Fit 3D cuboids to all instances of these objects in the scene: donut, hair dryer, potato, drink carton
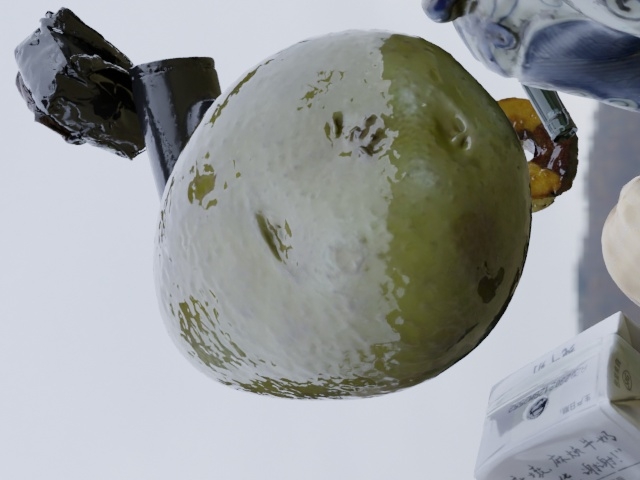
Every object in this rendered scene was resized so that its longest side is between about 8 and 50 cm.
[{"bbox_3d":[0.223,-0.090,1.827,0.059,0.140,0.140,100,-179,-57],"label":"donut"},{"bbox_3d":[-0.081,-0.106,1.568,0.089,0.251,0.197,-6,-100,-39],"label":"hair dryer"},{"bbox_3d":[0.000,0.000,0.840,0.251,0.159,0.174,-39,43,53],"label":"potato"},{"bbox_3d":[0.235,0.172,1.196,0.222,0.134,0.102,39,-139,-19],"label":"drink carton"}]

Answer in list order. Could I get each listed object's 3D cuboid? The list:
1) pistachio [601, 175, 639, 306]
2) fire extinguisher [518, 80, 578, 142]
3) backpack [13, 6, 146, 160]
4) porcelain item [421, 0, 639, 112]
[{"bbox_3d":[0.369,0.018,1.485,0.157,0.229,0.157,-48,-22,-27],"label":"pistachio"},{"bbox_3d":[0.199,-0.128,1.456,0.083,0.025,0.038,63,146,22],"label":"fire extinguisher"},{"bbox_3d":[-0.237,-0.148,1.693,0.165,0.106,0.120,41,-167,-43],"label":"backpack"},{"bbox_3d":[0.175,-0.138,0.859,0.138,0.186,0.288,-61,12,-15],"label":"porcelain item"}]
